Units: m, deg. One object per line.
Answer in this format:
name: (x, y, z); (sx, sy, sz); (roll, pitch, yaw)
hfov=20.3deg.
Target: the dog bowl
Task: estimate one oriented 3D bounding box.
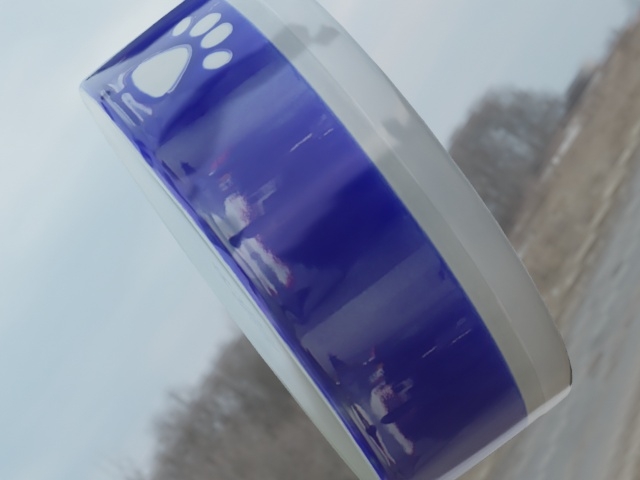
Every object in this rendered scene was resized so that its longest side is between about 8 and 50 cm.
dog bowl: (0.000, 0.000, 0.864); (0.104, 0.265, 0.265); (-37, -6, -7)
